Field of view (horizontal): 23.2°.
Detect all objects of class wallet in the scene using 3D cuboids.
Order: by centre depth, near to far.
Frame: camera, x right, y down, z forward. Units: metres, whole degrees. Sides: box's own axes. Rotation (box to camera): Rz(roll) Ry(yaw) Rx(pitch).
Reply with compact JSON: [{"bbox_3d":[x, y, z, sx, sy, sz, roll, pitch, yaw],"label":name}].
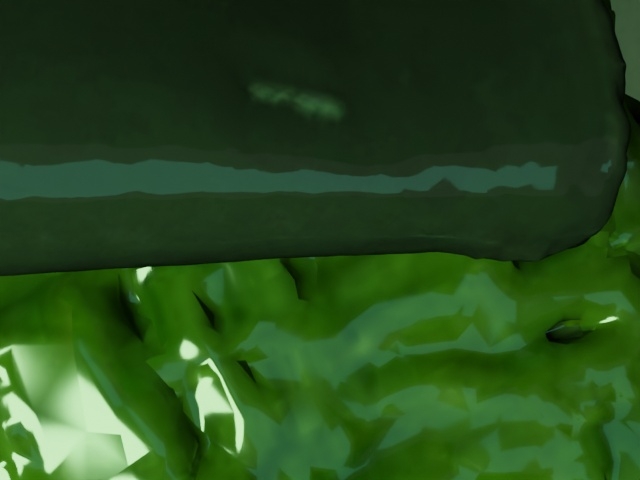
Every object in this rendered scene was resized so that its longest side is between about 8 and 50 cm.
[{"bbox_3d":[-0.134,-0.086,0.412,0.406,0.062,0.228,-3,60,-15],"label":"wallet"}]

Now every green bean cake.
[{"bbox_3d":[-0.020,0.084,0.539,0.319,0.218,0.335,-21,81,-8],"label":"green bean cake"}]
